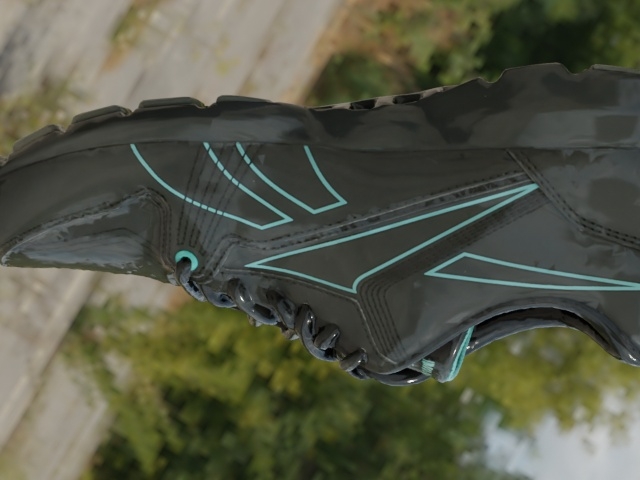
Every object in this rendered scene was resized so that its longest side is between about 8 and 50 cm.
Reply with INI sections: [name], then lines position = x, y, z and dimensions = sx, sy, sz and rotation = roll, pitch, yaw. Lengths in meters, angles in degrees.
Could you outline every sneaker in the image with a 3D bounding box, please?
[sneaker]
position = 0.000, 0.000, 0.713
dimensions = 0.101, 0.267, 0.106
rotation = 20, 67, -77
